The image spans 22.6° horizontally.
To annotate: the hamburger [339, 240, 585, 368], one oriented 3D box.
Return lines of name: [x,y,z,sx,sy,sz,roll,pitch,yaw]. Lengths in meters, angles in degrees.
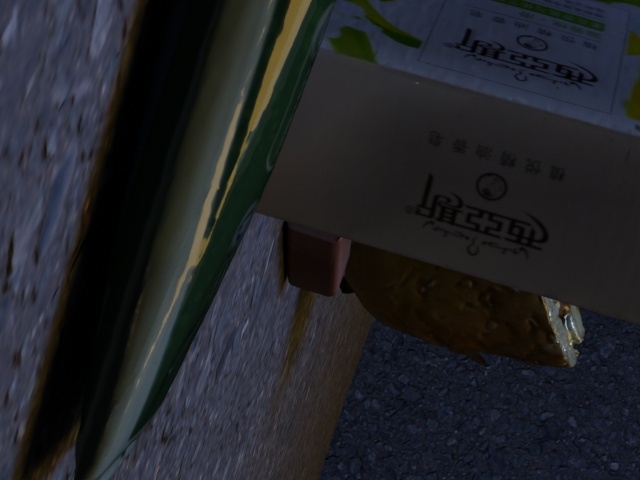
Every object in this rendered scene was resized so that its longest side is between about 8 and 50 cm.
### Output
hamburger: [0.101,-0.018,1.463,0.162,0.209,0.330,-15,86,-74]

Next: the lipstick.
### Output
lipstick: [0.000,0.000,1.221,0.145,0.045,0.045,94,16,-72]

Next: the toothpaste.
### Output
toothpaste: [-0.025,-0.090,0.576,0.099,0.061,0.392,-56,165,-75]

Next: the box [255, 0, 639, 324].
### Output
box: [0.101,-0.069,0.862,0.194,0.260,0.111,-66,172,-58]
